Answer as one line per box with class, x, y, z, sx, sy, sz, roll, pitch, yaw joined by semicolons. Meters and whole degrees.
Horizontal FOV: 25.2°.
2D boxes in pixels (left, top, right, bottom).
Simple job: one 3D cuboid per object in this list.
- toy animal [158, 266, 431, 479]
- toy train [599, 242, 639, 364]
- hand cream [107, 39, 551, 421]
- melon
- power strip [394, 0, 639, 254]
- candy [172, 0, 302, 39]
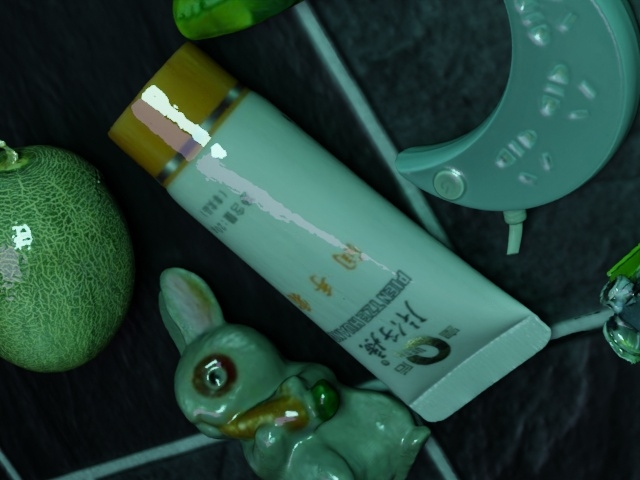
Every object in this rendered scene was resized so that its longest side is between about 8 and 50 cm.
toy animal;-0.044;0.125;1.047;0.236;0.108;0.138;28;138;13
toy train;0.258;0.078;0.874;0.202;0.081;0.060;37;131;-5
hand cream;0.000;0.000;0.970;0.314;0.089;0.139;37;132;-6
melon;-0.205;0.009;1.044;0.139;0.139;0.192;7;125;25
power strip;0.122;-0.086;0.867;0.137;0.044;0.216;21;126;15
candy;-0.081;-0.249;0.863;0.149;0.069;0.246;-13;119;39
